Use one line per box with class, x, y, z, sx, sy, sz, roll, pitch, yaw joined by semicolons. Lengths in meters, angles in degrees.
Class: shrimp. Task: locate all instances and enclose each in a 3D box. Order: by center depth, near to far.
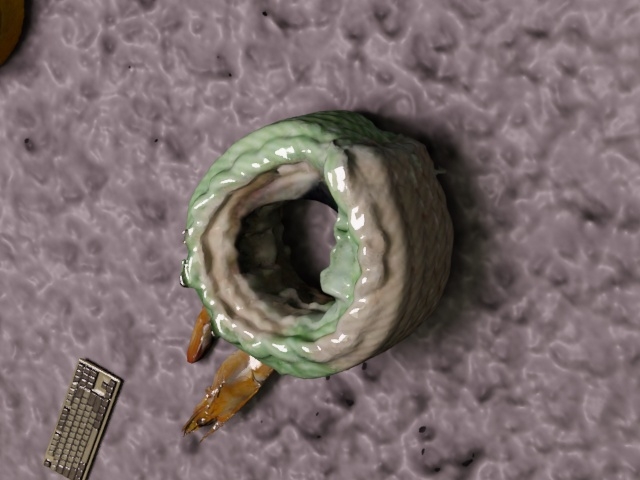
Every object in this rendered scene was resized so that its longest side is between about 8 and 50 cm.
shrimp;-0.093;0.109;1.387;0.095;0.045;0.162;43;110;11

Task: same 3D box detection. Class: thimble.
thimble;0.000;0.000;1.255;0.219;0.150;0.219;5;100;26

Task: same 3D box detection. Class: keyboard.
keyboard;-0.235;0.180;1.490;0.049;0.015;0.129;29;113;16

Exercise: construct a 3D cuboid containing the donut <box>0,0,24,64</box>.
donut;-0.355;-0.221;1.415;0.190;0.075;0.174;-31;90;32
